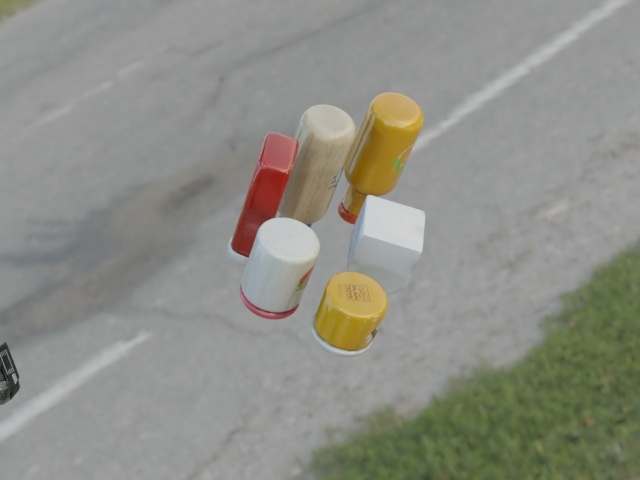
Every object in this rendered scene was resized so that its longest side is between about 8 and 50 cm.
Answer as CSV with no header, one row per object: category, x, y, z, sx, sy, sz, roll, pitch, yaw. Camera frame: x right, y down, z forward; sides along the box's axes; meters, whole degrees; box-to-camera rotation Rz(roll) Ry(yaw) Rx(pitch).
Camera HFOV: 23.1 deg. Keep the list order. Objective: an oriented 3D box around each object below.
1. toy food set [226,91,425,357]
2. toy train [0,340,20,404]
toy food set,0.000,0.000,1.026,0.111,0.104,0.232,16,41,-7
toy train,-0.262,0.049,1.183,0.027,0.158,0.036,-10,14,32
